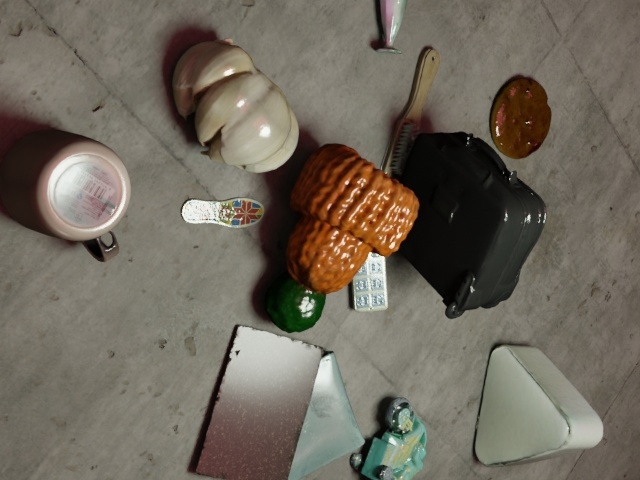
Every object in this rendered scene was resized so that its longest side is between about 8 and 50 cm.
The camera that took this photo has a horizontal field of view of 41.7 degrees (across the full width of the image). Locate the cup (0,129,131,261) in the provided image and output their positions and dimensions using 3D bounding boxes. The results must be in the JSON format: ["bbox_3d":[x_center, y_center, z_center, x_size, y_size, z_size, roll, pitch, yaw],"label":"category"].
[{"bbox_3d":[-0.430,-0.068,1.486,0.191,0.200,0.253,-35,116,-24],"label":"cup"}]

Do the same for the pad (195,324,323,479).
[{"bbox_3d":[-0.128,0.368,1.838,0.220,0.004,0.330,19,85,-24],"label":"pad"}]

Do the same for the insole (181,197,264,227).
[{"bbox_3d":[-0.201,-0.059,1.758,0.193,0.006,0.065,1,97,-34],"label":"insole"}]

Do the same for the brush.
[{"bbox_3d":[0.226,-0.294,1.971,0.070,0.065,0.328,20,86,-32],"label":"brush"}]

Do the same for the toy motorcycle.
[{"bbox_3d":[0.180,0.538,2.067,0.198,0.109,0.297,30,79,-44],"label":"toy motorcycle"}]

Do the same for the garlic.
[{"bbox_3d":[-0.166,-0.244,1.646,0.203,0.185,0.281,-42,122,1],"label":"garlic"}]

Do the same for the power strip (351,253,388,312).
[{"bbox_3d":[0.112,0.077,1.957,0.081,0.035,0.192,-5,101,-5],"label":"power strip"}]

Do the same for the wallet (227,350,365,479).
[{"bbox_3d":[-0.056,0.416,1.910,0.290,0.054,0.251,-22,105,-22],"label":"wallet"}]

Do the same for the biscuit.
[{"bbox_3d":[0.521,-0.315,2.178,0.212,0.036,0.212,-6,102,-32],"label":"biscuit"}]

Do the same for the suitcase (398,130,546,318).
[{"bbox_3d":[0.309,-0.051,1.859,0.188,0.345,0.339,-6,130,-31],"label":"suitcase"}]

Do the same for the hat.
[{"bbox_3d":[0.000,0.000,1.770,0.285,0.285,0.400,42,86,-31],"label":"hat"}]

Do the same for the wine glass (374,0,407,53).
[{"bbox_3d":[0.161,-0.499,1.884,0.073,0.073,0.155,1,97,-34],"label":"wine glass"}]

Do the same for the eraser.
[{"bbox_3d":[0.568,0.458,2.179,0.149,0.331,0.331,9,93,-35],"label":"eraser"}]
